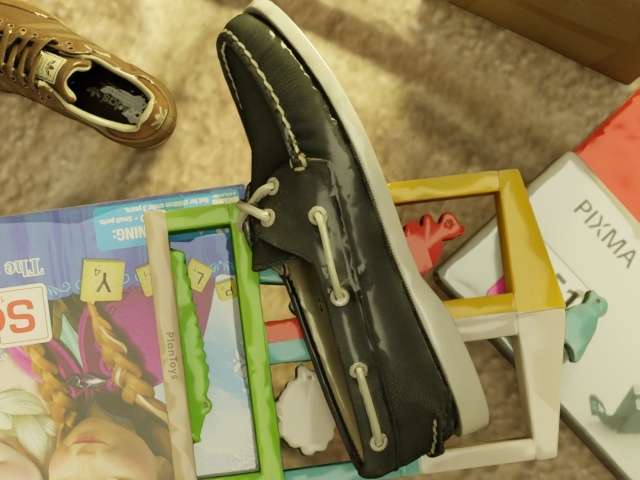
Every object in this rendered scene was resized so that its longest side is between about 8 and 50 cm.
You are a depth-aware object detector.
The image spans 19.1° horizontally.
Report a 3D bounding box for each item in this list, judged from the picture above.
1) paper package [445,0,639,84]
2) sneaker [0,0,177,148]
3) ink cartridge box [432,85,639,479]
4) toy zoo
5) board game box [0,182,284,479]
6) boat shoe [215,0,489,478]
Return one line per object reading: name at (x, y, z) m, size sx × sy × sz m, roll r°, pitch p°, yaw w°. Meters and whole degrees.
paper package at (0.208, -0.277, 1.183) m, size 0.168 × 0.325 × 0.309 m, roll 25°, pitch 86°, yaw 0°
sneaker at (-0.182, -0.122, 1.283) m, size 0.188 × 0.071 × 0.066 m, roll 23°, pitch 85°, yaw -1°
ink cartridge box at (0.255, 0.044, 1.297) m, size 0.239 × 0.060 × 0.275 m, roll -43°, pitch 89°, yaw -3°
toy zoo at (0.041, 0.059, 1.239) m, size 0.293 × 0.030 × 0.192 m, roll -7°, pitch 86°, yaw -5°
board game box at (-0.184, 0.140, 1.267) m, size 0.319 × 0.066 × 0.318 m, roll -9°, pitch 86°, yaw -3°
boat shoe at (0.000, 0.000, 1.168) m, size 0.091 × 0.114 × 0.302 m, roll -27°, pitch 87°, yaw -12°
